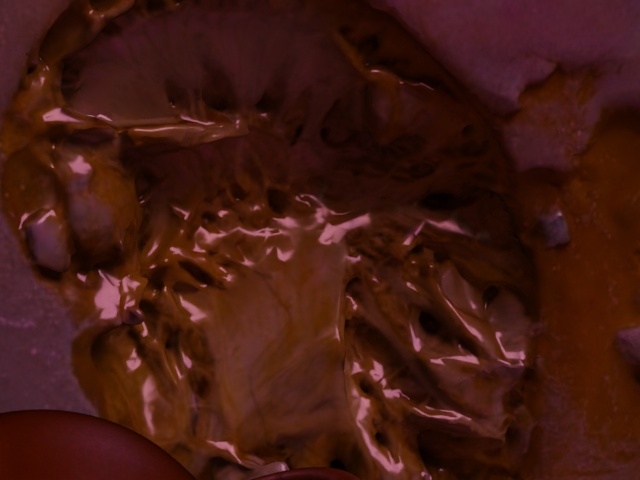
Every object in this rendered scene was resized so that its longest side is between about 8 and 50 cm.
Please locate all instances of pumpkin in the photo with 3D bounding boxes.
[{"bbox_3d":[0.000,0.000,0.637,0.263,0.293,0.197,-21,18,-6],"label":"pumpkin"}]

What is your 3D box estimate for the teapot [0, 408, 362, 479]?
[{"bbox_3d":[-0.065,0.100,0.488,0.173,0.116,0.116,-23,46,-7],"label":"teapot"}]
